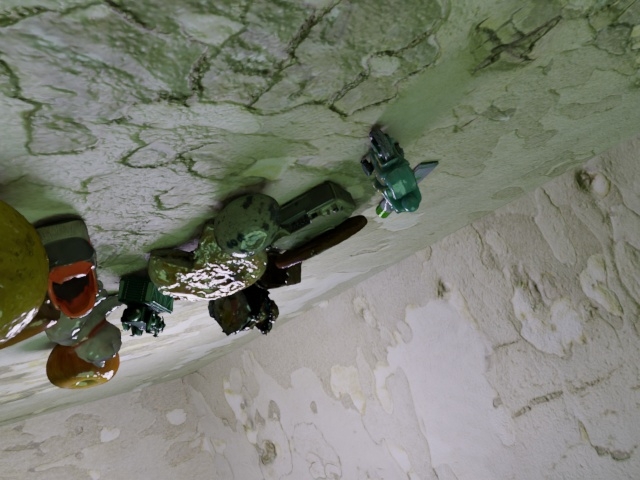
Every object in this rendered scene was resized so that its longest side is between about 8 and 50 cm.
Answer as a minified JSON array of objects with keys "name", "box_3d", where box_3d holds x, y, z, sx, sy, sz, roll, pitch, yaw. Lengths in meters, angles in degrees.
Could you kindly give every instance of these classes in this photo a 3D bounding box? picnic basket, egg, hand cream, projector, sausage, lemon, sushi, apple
[{"name":"picnic basket","box_3d":[-0.157,0.099,1.819,0.138,0.128,0.178,3,178,38]},{"name":"egg","box_3d":[-0.170,-0.038,1.301,0.182,0.141,0.141,-39,161,18]},{"name":"hand cream","box_3d":[0.265,-0.162,1.718,0.079,0.050,0.275,-46,179,-41]},{"name":"projector","box_3d":[-0.037,-0.055,1.540,0.269,0.088,0.193,-28,162,20]},{"name":"sausage","box_3d":[-0.812,0.225,1.353,0.328,0.112,0.112,-23,165,3]},{"name":"lemon","box_3d":[-0.560,0.052,0.827,0.310,0.258,0.258,-24,168,40]},{"name":"sushi","box_3d":[-0.255,0.221,1.921,0.219,0.238,0.225,17,133,-43]},{"name":"apple","box_3d":[-0.823,0.416,1.892,0.210,0.173,0.235,-23,157,18]}]

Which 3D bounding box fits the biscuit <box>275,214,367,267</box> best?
[{"name":"biscuit","box_3d":[0.000,0.000,1.693,0.318,0.040,0.318,-28,-173,3]}]

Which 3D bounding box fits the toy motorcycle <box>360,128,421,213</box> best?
[{"name":"toy motorcycle","box_3d":[0.186,-0.149,1.331,0.109,0.198,0.296,-28,166,2]}]

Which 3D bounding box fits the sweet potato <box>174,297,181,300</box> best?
[{"name":"sweet potato","box_3d":[-0.325,0.112,1.672,0.359,0.112,0.112,-35,161,35]}]

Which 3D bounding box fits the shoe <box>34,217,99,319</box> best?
[{"name":"shoe","box_3d":[-0.528,0.091,1.165,0.132,0.171,0.336,-16,163,-27]}]

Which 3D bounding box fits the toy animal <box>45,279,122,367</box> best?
[{"name":"toy animal","box_3d":[-0.645,0.238,1.521,0.308,0.188,0.266,-30,156,37]}]

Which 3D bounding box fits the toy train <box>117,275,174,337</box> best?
[{"name":"toy train","box_3d":[-0.509,0.197,1.579,0.115,0.154,0.269,0,165,0]}]

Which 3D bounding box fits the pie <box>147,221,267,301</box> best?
[{"name":"pie","box_3d":[-0.292,0.072,1.487,0.338,0.075,0.337,-9,145,-6]}]
